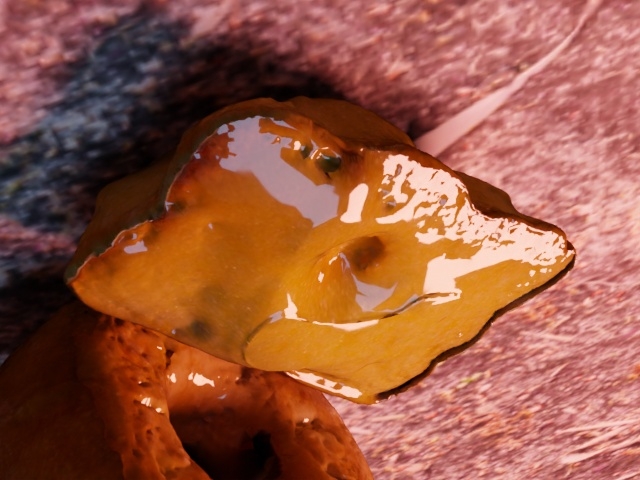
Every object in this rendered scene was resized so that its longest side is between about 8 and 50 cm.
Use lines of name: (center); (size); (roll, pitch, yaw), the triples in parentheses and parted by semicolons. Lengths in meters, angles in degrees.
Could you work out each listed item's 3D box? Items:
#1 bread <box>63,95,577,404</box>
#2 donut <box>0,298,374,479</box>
bread: (0.000, 0.000, 0.630); (0.233, 0.088, 0.161); (21, 123, -44)
donut: (-0.071, 0.128, 0.648); (0.226, 0.226, 0.114); (17, 124, -45)
